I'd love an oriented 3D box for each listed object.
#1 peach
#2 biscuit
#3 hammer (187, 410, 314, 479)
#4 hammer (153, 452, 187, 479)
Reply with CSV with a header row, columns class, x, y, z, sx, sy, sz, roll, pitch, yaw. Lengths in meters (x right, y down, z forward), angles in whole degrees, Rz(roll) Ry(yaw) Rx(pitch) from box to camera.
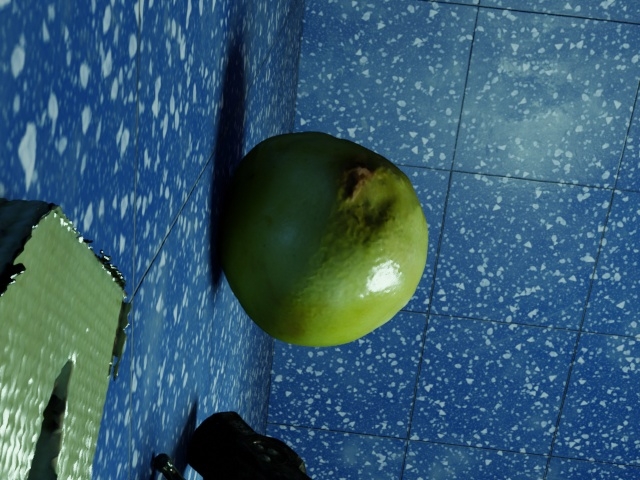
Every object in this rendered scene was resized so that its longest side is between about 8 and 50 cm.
class,x,y,z,sx,sy,sz,roll,pitch,yaw
peach,0.001,0.005,1.321,0.316,0.314,0.281,-21,-144,45
biscuit,-0.143,0.065,0.440,0.250,0.046,0.147,97,1,-75
hammer,-0.127,0.456,1.228,0.095,0.242,0.408,7,109,-47
hammer,-0.098,0.292,0.945,0.021,0.201,0.078,-44,139,-20
